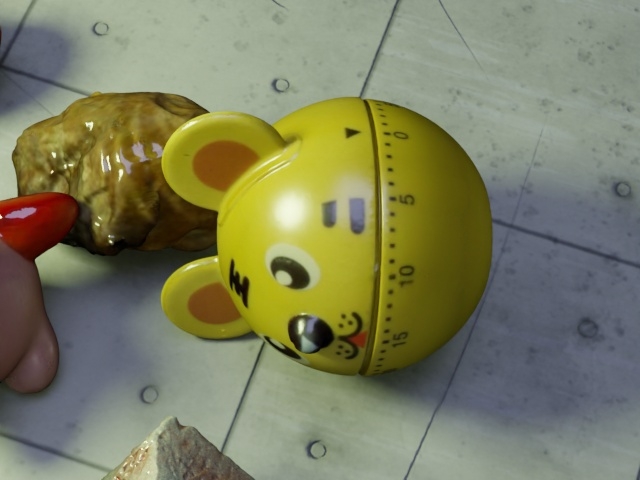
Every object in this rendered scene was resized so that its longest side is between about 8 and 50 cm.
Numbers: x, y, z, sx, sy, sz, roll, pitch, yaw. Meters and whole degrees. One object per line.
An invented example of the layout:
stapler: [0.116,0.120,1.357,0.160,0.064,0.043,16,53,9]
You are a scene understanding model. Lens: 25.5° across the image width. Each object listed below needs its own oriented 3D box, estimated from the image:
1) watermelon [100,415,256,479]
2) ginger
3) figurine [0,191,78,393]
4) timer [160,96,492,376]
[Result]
watermelon: [-0.188,0.340,1.601,0.310,0.231,0.193,-5,27,13]
ginger: [-0.242,-0.092,1.828,0.223,0.200,0.269,-11,17,-42]
figurine: [-0.444,0.068,1.707,0.211,0.261,0.270,15,25,25]
timer: [0.000,0.000,1.704,0.387,0.376,0.376,0,62,-9]
